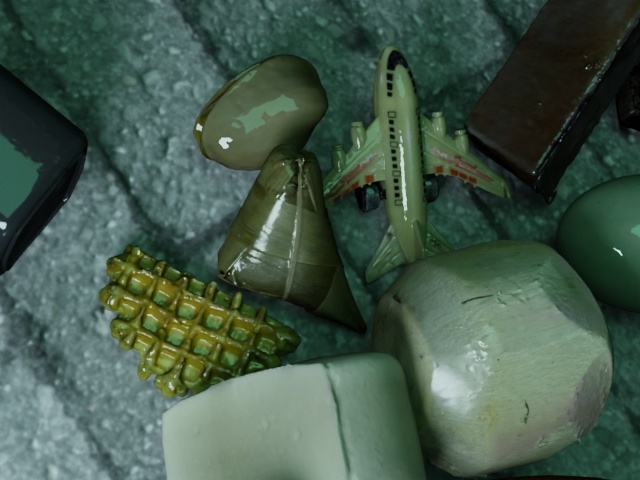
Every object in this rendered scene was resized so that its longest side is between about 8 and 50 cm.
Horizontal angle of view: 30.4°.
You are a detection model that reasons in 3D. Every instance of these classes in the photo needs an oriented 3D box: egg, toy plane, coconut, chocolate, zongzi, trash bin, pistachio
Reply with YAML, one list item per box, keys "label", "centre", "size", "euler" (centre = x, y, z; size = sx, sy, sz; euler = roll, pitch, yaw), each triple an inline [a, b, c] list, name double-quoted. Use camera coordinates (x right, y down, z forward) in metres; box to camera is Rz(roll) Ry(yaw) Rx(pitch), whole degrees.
- label: "egg"
  centre: [0.347, 0.004, 1.258]
  size: [0.192, 0.149, 0.149]
  euler: [1, 70, -10]
- label: "toy plane"
  centre: [0.085, -0.083, 1.252]
  size: [0.229, 0.092, 0.244]
  euler: [-8, 91, -12]
- label: "coconut"
  centre: [0.173, 0.112, 1.145]
  size: [0.230, 0.227, 0.227]
  euler: [-6, 72, -20]
- label: "chocolate"
  centre: [0.279, -0.202, 1.294]
  size: [0.112, 0.112, 0.321]
  euler: [31, 86, 22]
- label: "zongzi"
  centre: [0.000, 0.000, 1.185]
  size: [0.176, 0.160, 0.078]
  euler: [24, 26, -8]
- label: "trash bin"
  centre: [-0.375, -0.110, 1.105]
  size: [0.290, 0.209, 0.182]
  euler: [37, 65, -4]
- label: "pistachio"
  centre: [-0.062, -0.130, 1.235]
  size: [0.149, 0.113, 0.113]
  euler: [-28, 79, -22]

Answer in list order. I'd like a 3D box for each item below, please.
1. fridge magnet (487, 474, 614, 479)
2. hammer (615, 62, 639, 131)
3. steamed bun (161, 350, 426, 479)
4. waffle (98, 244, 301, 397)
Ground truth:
- label: "fridge magnet"
  centre: [0.215, 0.295, 1.027]
  size: [0.363, 0.363, 0.155]
  euler: [-3, 96, -14]
- label: "hammer"
  centre: [0.529, -0.250, 1.440]
  size: [0.408, 0.095, 0.243]
  euler: [-1, 71, -19]
- label: "steamed bun"
  centre: [-0.014, 0.188, 1.076]
  size: [0.164, 0.241, 0.146]
  euler: [7, 67, -48]
- label: "waffle"
  centre: [-0.127, 0.073, 1.179]
  size: [0.160, 0.046, 0.192]
  euler: [-29, 79, -19]
